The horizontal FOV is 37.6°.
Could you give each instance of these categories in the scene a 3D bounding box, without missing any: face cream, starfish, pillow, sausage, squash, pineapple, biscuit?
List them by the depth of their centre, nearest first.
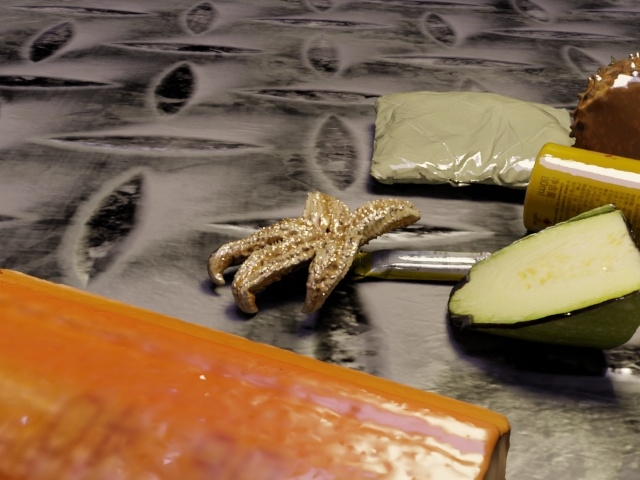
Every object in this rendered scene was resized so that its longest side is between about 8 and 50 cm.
[{"bbox_3d":[-0.069,0.155,0.450,0.287,0.233,0.233,13,27,22],"label":"sausage"},{"bbox_3d":[0.216,0.061,0.873,0.184,0.085,0.192,-21,18,16],"label":"squash"},{"bbox_3d":[0.001,-0.002,0.945,0.238,0.071,0.216,-12,27,-21],"label":"starfish"},{"bbox_3d":[0.177,0.029,0.963,0.292,0.026,0.048,3,29,0],"label":"biscuit"},{"bbox_3d":[0.401,-0.021,1.004,0.349,0.105,0.105,15,28,22],"label":"face cream"},{"bbox_3d":[0.417,-0.168,1.214,0.165,0.165,0.364,13,17,18],"label":"pineapple"},{"bbox_3d":[0.209,-0.138,1.252,0.281,0.076,0.274,4,28,3],"label":"pillow"}]
